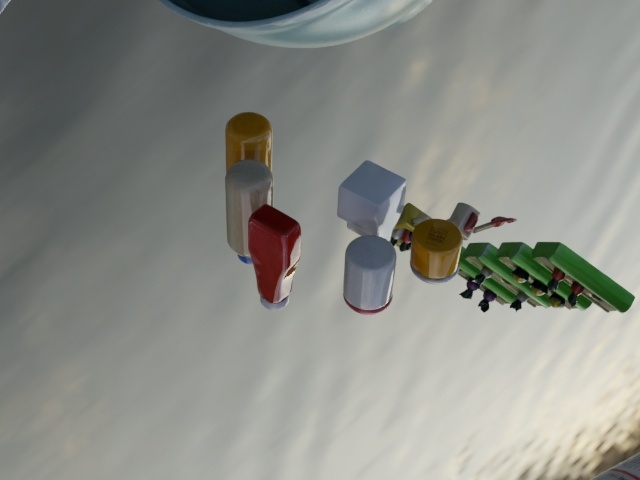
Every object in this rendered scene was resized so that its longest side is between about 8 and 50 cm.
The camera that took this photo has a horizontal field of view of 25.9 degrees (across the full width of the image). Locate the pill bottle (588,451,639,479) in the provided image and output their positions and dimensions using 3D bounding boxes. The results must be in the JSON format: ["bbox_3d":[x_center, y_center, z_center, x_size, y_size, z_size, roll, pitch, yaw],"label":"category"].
[{"bbox_3d":[0.465,0.268,1.397,0.408,0.229,0.229,-24,153,-15],"label":"pill bottle"}]

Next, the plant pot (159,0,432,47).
[{"bbox_3d":[0.007,-0.282,1.137,0.293,0.293,0.196,-48,151,11],"label":"plant pot"}]

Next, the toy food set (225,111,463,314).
[{"bbox_3d":[0.000,0.000,1.130,0.111,0.232,0.104,-46,153,-35],"label":"toy food set"}]

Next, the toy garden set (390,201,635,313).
[{"bbox_3d":[0.179,0.025,1.477,0.049,0.204,0.244,-61,-159,-13],"label":"toy garden set"}]

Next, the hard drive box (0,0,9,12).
[{"bbox_3d":[-0.388,-0.252,1.227,0.181,0.232,0.089,-55,152,-6],"label":"hard drive box"}]
